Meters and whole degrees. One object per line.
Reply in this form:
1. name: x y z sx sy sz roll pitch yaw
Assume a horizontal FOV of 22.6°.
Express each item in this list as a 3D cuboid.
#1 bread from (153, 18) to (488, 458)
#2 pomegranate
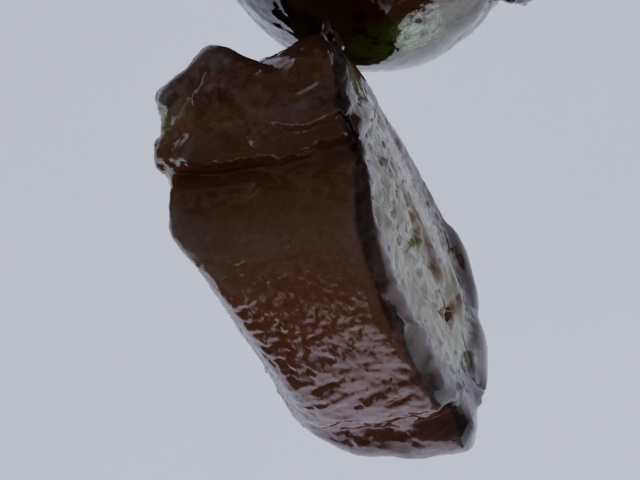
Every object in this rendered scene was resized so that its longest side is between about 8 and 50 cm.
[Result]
1. bread: 0.000 -0.009 0.893 0.123 0.244 0.190 -16 -143 14
2. pomegranate: 0.016 -0.216 0.912 0.198 0.198 0.246 -28 -82 -7
